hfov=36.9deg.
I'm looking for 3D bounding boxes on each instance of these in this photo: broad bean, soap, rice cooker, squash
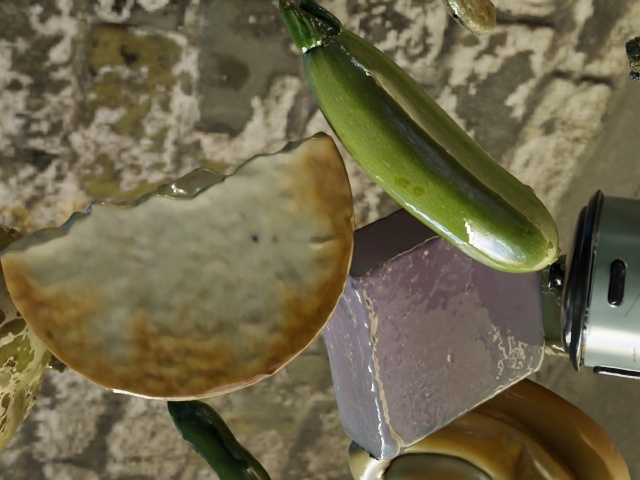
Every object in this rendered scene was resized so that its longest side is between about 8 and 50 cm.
[{"bbox_3d":[-0.088,0.255,1.050,0.254,0.046,0.065,48,152,14],"label":"broad bean"},{"bbox_3d":[0.149,0.095,1.221,0.107,0.296,0.286,28,134,52],"label":"soap"},{"bbox_3d":[0.410,0.060,1.243,0.280,0.227,0.241,1,-84,-73],"label":"rice cooker"},{"bbox_3d":[0.078,-0.084,0.847,0.094,0.341,0.094,-46,8,8],"label":"squash"}]

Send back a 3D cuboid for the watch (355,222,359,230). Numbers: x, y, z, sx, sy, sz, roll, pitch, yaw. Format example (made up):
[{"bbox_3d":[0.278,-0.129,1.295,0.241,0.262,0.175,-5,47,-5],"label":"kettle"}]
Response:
[{"bbox_3d":[-0.008,-0.005,1.594,0.164,0.268,0.102,7,57,37],"label":"watch"}]

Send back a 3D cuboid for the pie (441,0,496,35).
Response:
[{"bbox_3d":[0.237,-0.522,1.765,0.077,0.339,0.339,-23,58,19],"label":"pie"}]

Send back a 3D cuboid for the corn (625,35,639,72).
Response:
[{"bbox_3d":[0.573,-0.281,1.420,0.080,0.231,0.080,-5,-90,-71],"label":"corn"}]

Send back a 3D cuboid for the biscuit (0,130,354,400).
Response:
[{"bbox_3d":[-0.106,0.038,0.855,0.040,0.308,0.205,-128,18,-76],"label":"biscuit"}]

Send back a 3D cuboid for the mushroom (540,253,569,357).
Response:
[{"bbox_3d":[0.470,0.121,1.673,0.292,0.217,0.212,-27,51,13],"label":"mushroom"}]

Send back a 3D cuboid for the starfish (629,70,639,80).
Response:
[{"bbox_3d":[0.621,-0.291,1.558,0.238,0.216,0.071,-15,58,32],"label":"starfish"}]

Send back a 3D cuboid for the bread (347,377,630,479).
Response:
[{"bbox_3d":[0.251,0.378,1.479,0.424,0.245,0.329,22,135,23],"label":"bread"}]

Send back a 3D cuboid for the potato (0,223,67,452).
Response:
[{"bbox_3d":[-0.543,0.156,1.326,0.319,0.385,0.442,-13,36,51],"label":"potato"}]
